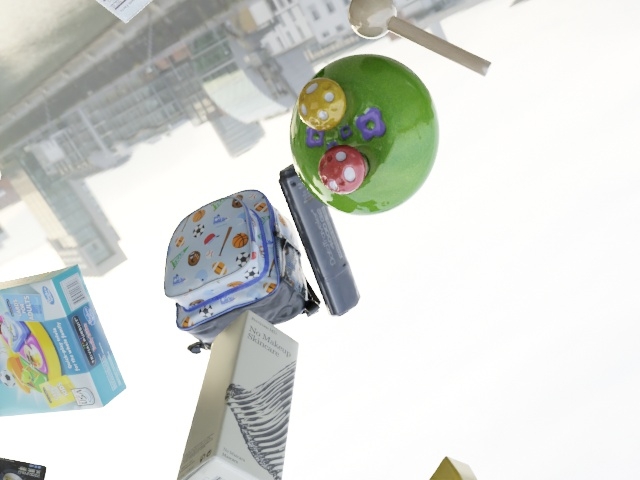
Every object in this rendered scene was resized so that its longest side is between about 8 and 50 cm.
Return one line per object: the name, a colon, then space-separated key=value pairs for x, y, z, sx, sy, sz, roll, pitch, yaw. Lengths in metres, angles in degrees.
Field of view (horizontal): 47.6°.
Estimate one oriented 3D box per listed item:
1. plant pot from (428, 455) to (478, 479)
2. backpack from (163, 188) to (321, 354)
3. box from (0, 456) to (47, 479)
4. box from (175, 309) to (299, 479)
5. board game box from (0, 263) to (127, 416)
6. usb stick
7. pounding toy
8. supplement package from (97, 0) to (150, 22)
plant pot: x=0.298 y=0.536 z=1.584 sx=0.082 sy=0.081 sz=0.083 roll=-58 pitch=-151 yaw=7
backpack: x=-0.160 y=0.038 z=1.338 sx=0.276 sy=0.213 sz=0.263 roll=-20 pitch=-136 yaw=15
box: x=-0.750 y=0.588 z=1.701 sx=0.078 sy=0.180 sz=0.147 roll=-65 pitch=-160 yaw=17
box: x=-0.109 y=0.237 z=1.026 sx=0.094 sy=0.113 sz=0.275 roll=-42 pitch=-156 yaw=29
board game box: x=-0.557 y=0.200 z=1.369 sx=0.335 sy=0.254 sz=0.079 roll=-11 pitch=-166 yaw=26
usb stick: x=0.000 y=0.000 z=1.237 sx=0.045 sy=0.278 sz=0.077 roll=-1 pitch=-154 yaw=47
pounding toy: x=0.039 y=-0.134 z=0.774 sx=0.237 sy=0.183 sz=0.110 roll=-58 pitch=161 yaw=22
supplement package: x=-0.381 y=-0.582 z=1.301 sx=0.198 sy=0.262 sz=0.199 roll=-25 pitch=-134 yaw=36
